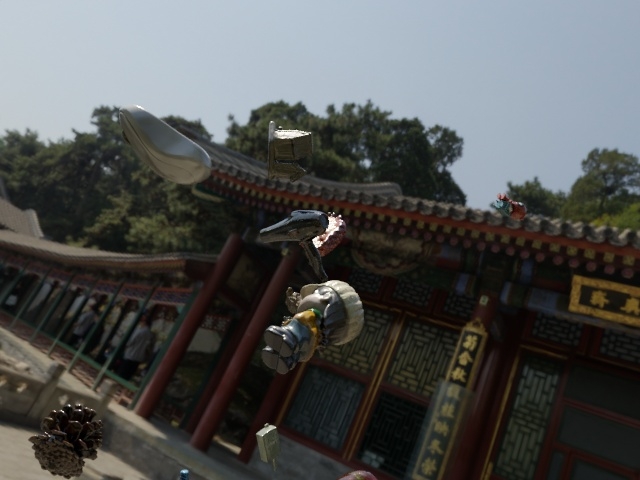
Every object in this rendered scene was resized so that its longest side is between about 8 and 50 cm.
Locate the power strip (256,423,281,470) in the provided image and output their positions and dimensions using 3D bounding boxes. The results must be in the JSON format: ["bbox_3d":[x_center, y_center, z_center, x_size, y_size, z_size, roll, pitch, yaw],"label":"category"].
[{"bbox_3d":[-0.187,0.774,1.966,0.042,0.175,0.075,-2,12,45],"label":"power strip"}]

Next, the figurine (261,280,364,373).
[{"bbox_3d":[-0.005,0.232,1.403,0.204,0.332,0.185,20,-61,11],"label":"figurine"}]

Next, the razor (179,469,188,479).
[{"bbox_3d":[-0.553,1.045,2.111,0.082,0.253,0.042,5,-2,23],"label":"razor"}]

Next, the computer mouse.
[{"bbox_3d":[-0.446,-0.250,1.481,0.296,0.121,0.184,32,-13,-9],"label":"computer mouse"}]

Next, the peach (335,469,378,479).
[{"bbox_3d":[0.123,0.969,1.948,0.243,0.243,0.199,36,18,-29],"label":"peach"}]

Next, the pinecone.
[{"bbox_3d":[-0.933,0.731,1.966,0.264,0.264,0.264,22,-19,8],"label":"pinecone"}]

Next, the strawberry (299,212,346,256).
[{"bbox_3d":[0.014,-0.008,2.527,0.280,0.253,0.150,-128,-156,-53],"label":"strawberry"}]

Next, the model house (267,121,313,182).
[{"bbox_3d":[-0.122,-0.337,2.039,0.188,0.229,0.122,5,14,9],"label":"model house"}]

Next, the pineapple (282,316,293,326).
[{"bbox_3d":[-0.114,0.383,2.258,0.108,0.108,0.198,36,6,-29],"label":"pineapple"}]

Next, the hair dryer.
[{"bbox_3d":[-0.057,0.069,1.942,0.303,0.120,0.360,-17,-80,34],"label":"hair dryer"}]

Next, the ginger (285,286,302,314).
[{"bbox_3d":[-0.053,0.254,1.898,0.084,0.122,0.290,-12,15,-26],"label":"ginger"}]

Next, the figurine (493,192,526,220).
[{"bbox_3d":[0.727,-0.121,2.014,0.140,0.075,0.068,25,-3,-20],"label":"figurine"}]
